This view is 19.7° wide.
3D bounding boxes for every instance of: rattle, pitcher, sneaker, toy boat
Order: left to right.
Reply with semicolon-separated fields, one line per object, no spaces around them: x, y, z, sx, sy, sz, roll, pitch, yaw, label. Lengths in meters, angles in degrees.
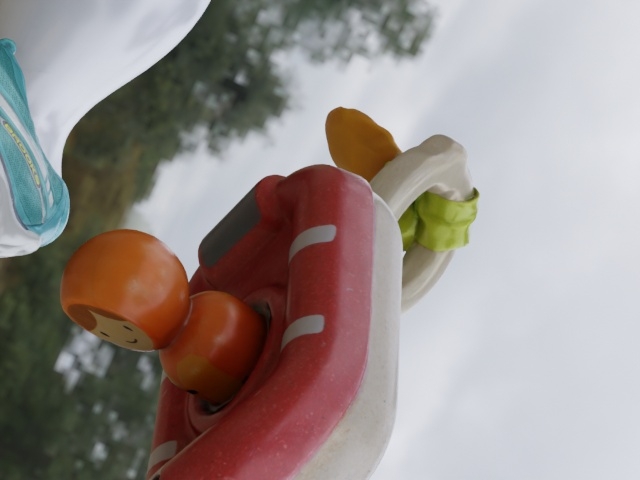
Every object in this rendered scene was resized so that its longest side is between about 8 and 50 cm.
-0.222;-0.102;0.988;0.107;0.275;0.110;-37;158;22;sneaker
-0.162;-0.157;1.159;0.207;0.125;0.178;-54;-131;7;pitcher
-0.054;0.049;0.867;0.151;0.151;0.231;-44;-154;33;toy boat
0.000;0.000;1.201;0.200;0.143;0.130;-46;165;-19;rattle
